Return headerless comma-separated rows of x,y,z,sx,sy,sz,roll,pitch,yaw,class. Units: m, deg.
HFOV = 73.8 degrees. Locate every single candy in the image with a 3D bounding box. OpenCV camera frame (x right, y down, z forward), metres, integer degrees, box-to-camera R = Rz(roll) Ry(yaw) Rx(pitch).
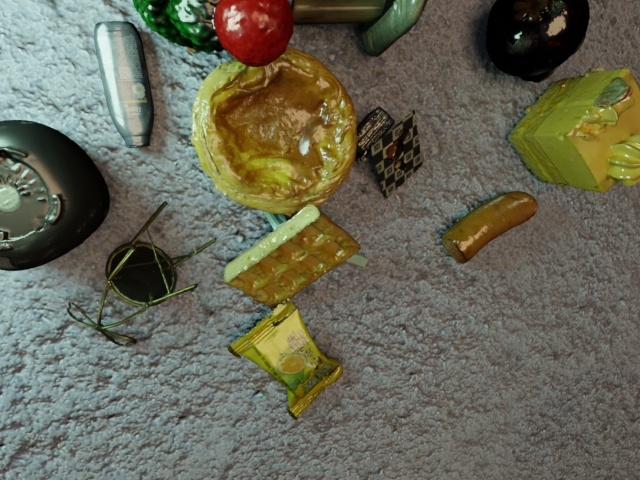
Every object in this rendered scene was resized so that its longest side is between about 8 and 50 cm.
-0.069,0.294,1.028,0.187,0.081,0.297,-40,121,-7,candy

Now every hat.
-0.156,-0.407,0.737,0.274,0.242,0.332,-33,66,-15,hat

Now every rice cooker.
-0.521,-0.078,0.754,0.267,0.224,0.267,-4,103,-15,rice cooker

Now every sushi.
0.175,-0.201,1.009,0.139,0.031,0.201,-42,146,-9,sushi

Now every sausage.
0.445,-0.048,1.118,0.271,0.109,0.108,-31,107,-9,sausage

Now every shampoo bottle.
-0.383,-0.304,0.844,0.087,0.049,0.233,-11,103,-16,shampoo bottle

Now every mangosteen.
0.512,-0.493,1.006,0.243,0.243,0.242,-3,101,-16,mangosteen

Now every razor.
-0.005,0.010,1.007,0.278,0.111,0.056,26,102,-28,razor

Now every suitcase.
0.109,-0.244,0.984,0.059,0.086,0.126,41,88,-13,suitcase

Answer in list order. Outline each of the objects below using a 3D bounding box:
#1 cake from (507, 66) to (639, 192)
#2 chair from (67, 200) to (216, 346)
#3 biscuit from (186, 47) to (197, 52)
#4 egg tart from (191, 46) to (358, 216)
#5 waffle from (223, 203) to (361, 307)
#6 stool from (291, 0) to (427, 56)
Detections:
0.668,-0.263,1.043,0.227,0.286,0.222,42,86,-19,cake
-0.373,0.077,0.879,0.160,0.170,0.326,37,132,-23,chair
-0.266,-0.428,0.875,0.091,0.015,0.078,-6,102,-15,biscuit
-0.093,-0.222,0.897,0.352,0.150,0.351,-3,99,-18,egg tart
-0.062,0.042,0.929,0.274,0.057,0.168,-36,136,19,waffle
0.079,-0.551,0.811,0.226,0.310,0.310,8,97,-11,stool
